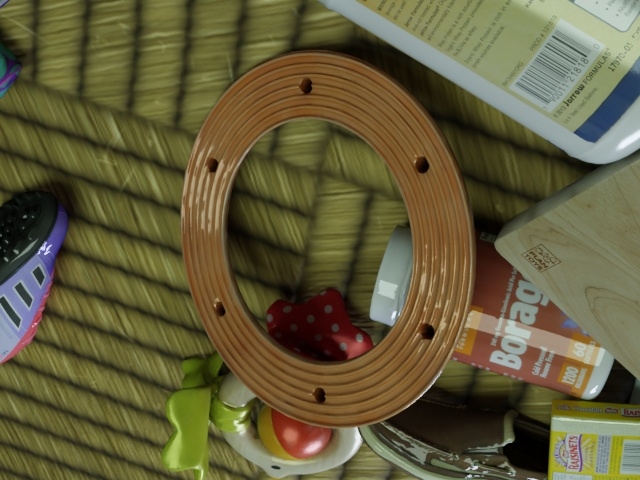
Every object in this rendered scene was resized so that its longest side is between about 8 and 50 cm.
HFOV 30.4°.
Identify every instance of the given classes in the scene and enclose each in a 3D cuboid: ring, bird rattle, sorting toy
[{"bbox_3d":[0.000,0.000,1.053,0.336,0.032,0.337,8,103,39],"label":"ring"},{"bbox_3d":[-0.038,0.165,1.246,0.253,0.143,0.207,-29,122,20],"label":"bird rattle"},{"bbox_3d":[0.314,0.009,0.882,0.257,0.089,0.255,41,141,-12],"label":"sorting toy"}]

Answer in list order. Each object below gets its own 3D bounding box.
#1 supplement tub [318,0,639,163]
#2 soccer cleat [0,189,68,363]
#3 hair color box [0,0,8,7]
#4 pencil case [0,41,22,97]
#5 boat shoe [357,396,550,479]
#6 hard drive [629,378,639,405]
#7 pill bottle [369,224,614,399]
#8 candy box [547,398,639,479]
[{"bbox_3d":[0.125,-0.221,0.810,0.316,0.228,0.228,31,129,-3],"label":"supplement tub"},{"bbox_3d":[-0.342,0.059,1.280,0.116,0.109,0.318,27,130,-28],"label":"soccer cleat"},{"bbox_3d":[-0.377,-0.326,0.952,0.338,0.185,0.110,32,128,-4],"label":"hair color box"},{"bbox_3d":[-0.355,-0.193,1.112,0.151,0.070,0.064,43,127,-13],"label":"pencil case"},{"bbox_3d":[0.168,0.199,1.185,0.257,0.095,0.095,21,130,-10],"label":"boat shoe"},{"bbox_3d":[0.379,0.257,1.133,0.203,0.040,0.308,22,136,23],"label":"hard drive"},{"bbox_3d":[0.160,0.058,1.064,0.216,0.121,0.121,16,128,9],"label":"pill bottle"},{"bbox_3d":[0.267,0.227,1.108,0.105,0.027,0.206,4,134,12],"label":"candy box"}]
